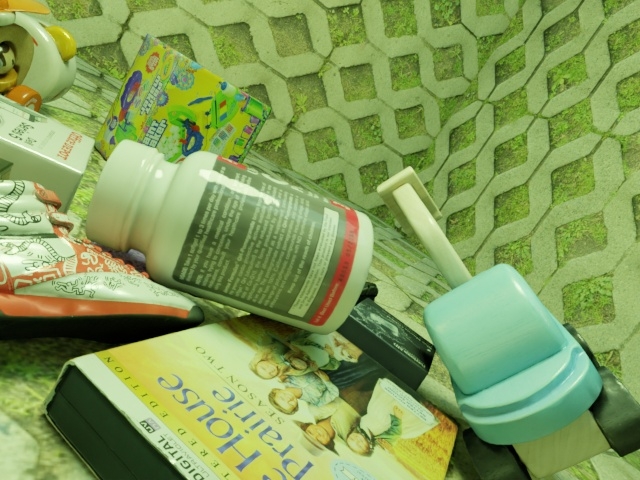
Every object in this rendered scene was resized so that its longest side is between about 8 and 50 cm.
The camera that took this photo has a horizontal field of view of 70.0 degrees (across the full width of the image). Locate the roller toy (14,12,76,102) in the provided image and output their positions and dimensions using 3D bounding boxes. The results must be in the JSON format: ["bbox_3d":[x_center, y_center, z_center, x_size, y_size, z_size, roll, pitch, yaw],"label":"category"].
[{"bbox_3d":[-0.649,-0.392,0.993,0.210,0.190,0.146,17,15,-14],"label":"roller toy"}]

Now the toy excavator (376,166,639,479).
[{"bbox_3d":[0.249,0.092,0.745,0.444,0.223,0.433,57,14,-8],"label":"toy excavator"}]

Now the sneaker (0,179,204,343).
[{"bbox_3d":[-0.238,0.023,0.456,0.270,0.090,0.144,14,53,-49],"label":"sneaker"}]

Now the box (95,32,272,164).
[{"bbox_3d":[-0.325,-0.274,1.100,0.177,0.289,0.279,40,13,35],"label":"box"}]

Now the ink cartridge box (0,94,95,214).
[{"bbox_3d":[-0.451,-0.124,0.581,0.273,0.114,0.198,25,13,-30],"label":"ink cartridge box"}]

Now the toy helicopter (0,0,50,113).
[{"bbox_3d":[-0.581,-0.316,0.749,0.140,0.234,0.355,30,12,-11],"label":"toy helicopter"}]

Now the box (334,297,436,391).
[{"bbox_3d":[0.101,0.187,0.771,0.156,0.093,0.158,35,13,14],"label":"box"}]

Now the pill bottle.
[{"bbox_3d":[-0.109,-0.006,0.582,0.319,0.176,0.176,20,14,-14],"label":"pill bottle"}]

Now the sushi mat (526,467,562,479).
[{"bbox_3d":[0.408,0.440,0.687,0.152,0.019,0.316,20,17,-47],"label":"sushi mat"}]

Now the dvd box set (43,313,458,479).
[{"bbox_3d":[-0.015,0.197,0.501,0.308,0.062,0.420,35,12,20],"label":"dvd box set"}]

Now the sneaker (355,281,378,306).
[{"bbox_3d":[0.028,0.102,0.917,0.106,0.101,0.267,36,12,30],"label":"sneaker"}]

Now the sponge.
[{"bbox_3d":[-0.287,-0.002,0.709,0.117,0.031,0.210,27,11,-27],"label":"sponge"}]
